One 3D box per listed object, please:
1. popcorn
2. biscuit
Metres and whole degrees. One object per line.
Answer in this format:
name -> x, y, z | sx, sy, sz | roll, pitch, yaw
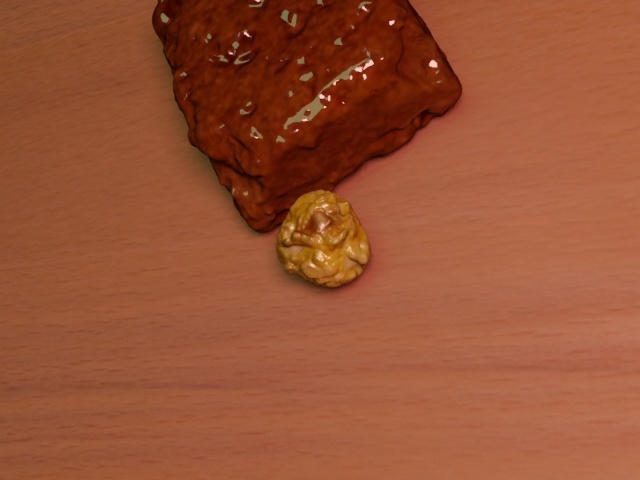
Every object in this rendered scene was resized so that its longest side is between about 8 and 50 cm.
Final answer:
popcorn -> 0.000, 0.000, 1.203 | 0.106, 0.116, 0.121 | -13, 94, -15
biscuit -> -0.039, -0.258, 1.307 | 0.342, 0.166, 0.395 | -33, 56, 10
